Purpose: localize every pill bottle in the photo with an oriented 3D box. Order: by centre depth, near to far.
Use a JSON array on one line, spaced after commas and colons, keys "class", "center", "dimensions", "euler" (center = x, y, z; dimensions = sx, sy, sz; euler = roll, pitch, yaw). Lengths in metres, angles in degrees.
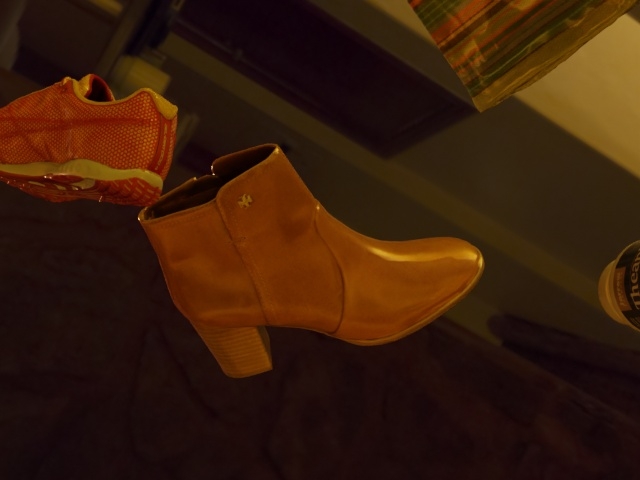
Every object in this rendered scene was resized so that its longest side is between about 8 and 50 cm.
[{"class": "pill bottle", "center": [0.229, 0.028, 0.610], "dimensions": [0.067, 0.067, 0.120], "euler": [-64, -174, -12]}]

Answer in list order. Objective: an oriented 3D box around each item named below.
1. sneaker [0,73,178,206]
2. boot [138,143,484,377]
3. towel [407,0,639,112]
[{"class": "sneaker", "center": [-0.146, -0.059, 0.533], "dimensions": [0.175, 0.064, 0.068], "euler": [7, -104, 31]}, {"class": "boot", "center": [-0.001, 0.000, 0.876], "dimensions": [0.295, 0.211, 0.104], "euler": [-21, -147, -3]}, {"class": "towel", "center": [0.044, -0.179, 0.436], "dimensions": [0.102, 0.237, 0.021], "euler": [-37, 178, 42]}]
